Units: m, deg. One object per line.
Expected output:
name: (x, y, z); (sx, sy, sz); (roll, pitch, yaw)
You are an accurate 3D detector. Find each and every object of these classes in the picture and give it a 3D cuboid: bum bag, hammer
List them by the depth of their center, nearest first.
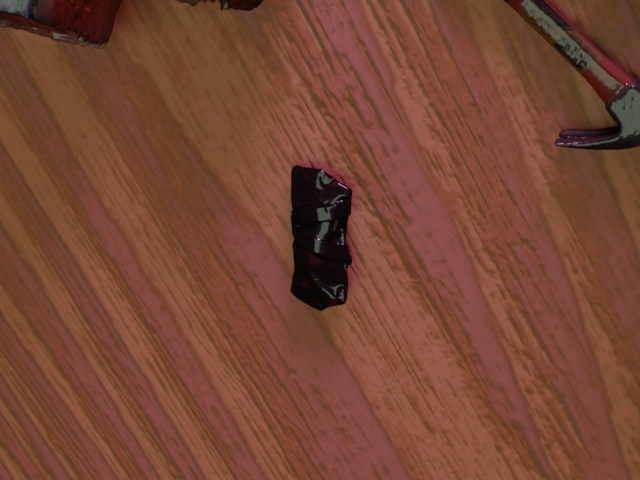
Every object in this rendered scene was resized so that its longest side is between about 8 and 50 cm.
hammer: (0.136, -0.173, 0.791); (0.288, 0.033, 0.111); (44, 120, -5)
bum bag: (-0.001, 0.000, 0.924); (0.058, 0.034, 0.124); (13, 119, 29)

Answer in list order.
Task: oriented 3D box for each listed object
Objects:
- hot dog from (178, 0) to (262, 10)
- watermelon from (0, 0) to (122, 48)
hot dog: (-0.076, -0.263, 0.786); (0.146, 0.103, 0.213); (5, 109, 41)
watermelon: (-0.261, -0.205, 0.834); (0.318, 0.148, 0.226); (-4, 155, 41)
